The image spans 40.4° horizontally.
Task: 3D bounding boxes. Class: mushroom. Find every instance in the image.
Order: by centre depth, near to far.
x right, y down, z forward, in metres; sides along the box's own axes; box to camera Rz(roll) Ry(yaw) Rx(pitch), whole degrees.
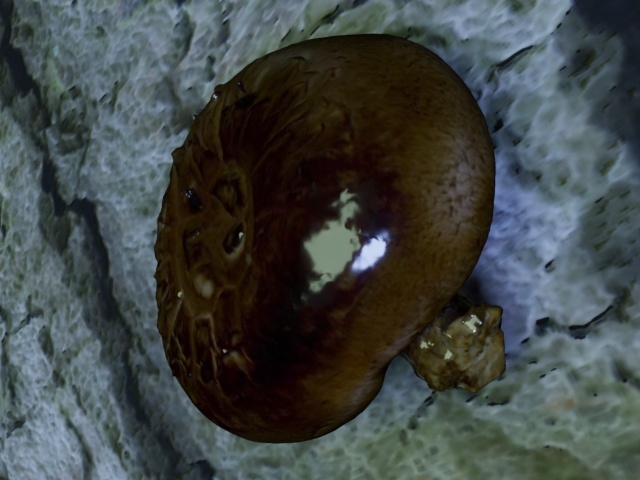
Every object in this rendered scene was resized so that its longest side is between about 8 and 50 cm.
[{"bbox_3d":[-0.006,0.003,0.586,0.278,0.163,0.297,44,119,31],"label":"mushroom"}]
